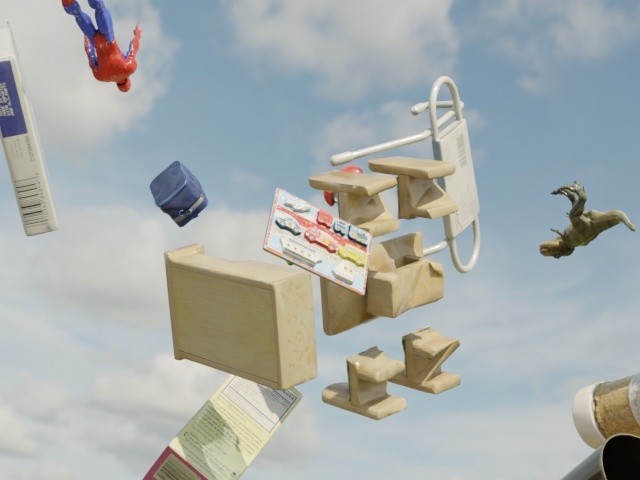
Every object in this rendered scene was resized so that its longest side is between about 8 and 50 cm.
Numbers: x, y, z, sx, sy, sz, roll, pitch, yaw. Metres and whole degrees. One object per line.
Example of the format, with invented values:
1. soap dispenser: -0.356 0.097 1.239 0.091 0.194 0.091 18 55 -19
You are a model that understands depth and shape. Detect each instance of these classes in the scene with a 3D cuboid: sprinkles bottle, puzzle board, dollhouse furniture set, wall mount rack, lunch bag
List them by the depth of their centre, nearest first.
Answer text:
1. puzzle board: 0.000 0.000 1.236 0.128 0.096 0.011 26 -47 -16
2. lunch bag: -0.214 -0.068 1.693 0.067 0.098 0.065 -39 -55 8
3. dollhouse furniture set: -0.002 0.077 1.694 0.394 0.362 0.256 -16 19 -42
4. wall mount rack: 0.159 -0.088 1.850 0.130 0.304 0.350 2 -65 33
5. sprinkles bottle: 0.614 0.277 1.931 0.121 0.121 0.355 23 -33 -32

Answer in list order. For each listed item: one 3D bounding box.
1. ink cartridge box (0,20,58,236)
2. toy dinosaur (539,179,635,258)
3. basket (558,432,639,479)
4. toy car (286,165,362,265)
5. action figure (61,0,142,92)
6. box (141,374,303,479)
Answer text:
1. ink cartridge box: -0.561 -0.214 2.034 0.071 0.324 0.330 -15 25 -13
2. toy dinosaur: 0.450 -0.044 1.902 0.064 0.118 0.268 -26 -3 -21
3. basket: 0.426 0.416 1.663 0.204 0.154 0.227 37 -44 -7
4. toy car: -0.028 -0.043 2.215 0.053 0.225 0.239 40 -45 -16
5. action figure: -0.382 -0.385 1.911 0.091 0.139 0.280 -11 -43 5
6. box: -0.172 0.336 1.779 0.117 0.243 0.213 40 -46 3
